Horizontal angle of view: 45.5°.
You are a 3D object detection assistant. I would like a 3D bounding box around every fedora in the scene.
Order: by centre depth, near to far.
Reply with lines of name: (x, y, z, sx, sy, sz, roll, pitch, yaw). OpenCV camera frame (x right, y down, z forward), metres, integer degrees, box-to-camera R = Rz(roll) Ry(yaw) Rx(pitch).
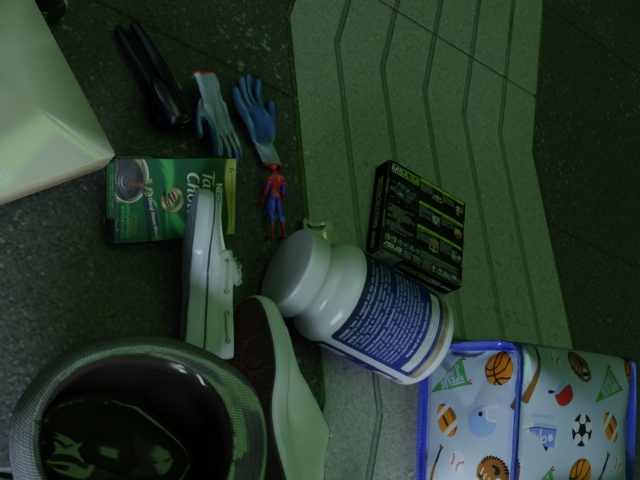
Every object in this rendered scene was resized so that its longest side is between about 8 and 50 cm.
fedora: (-0.210, 0.235, 0.857, 0.276, 0.124, 0.243, 8, 64, -28)

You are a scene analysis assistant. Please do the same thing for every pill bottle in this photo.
pill bottle: (0.054, 0.096, 1.117, 0.265, 0.153, 0.153, 30, 54, -27)

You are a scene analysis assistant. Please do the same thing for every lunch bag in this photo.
lunch bag: (0.324, 0.355, 1.180, 0.328, 0.239, 0.385, 13, 79, -36)

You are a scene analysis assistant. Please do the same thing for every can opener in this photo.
can opener: (-0.236, -0.237, 1.096, 0.059, 0.073, 0.186, -18, 74, -35)

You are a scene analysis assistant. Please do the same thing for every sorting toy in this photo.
sorting toy: (0.000, 0.000, 1.195, 0.083, 0.045, 0.075, 6, 60, -37)

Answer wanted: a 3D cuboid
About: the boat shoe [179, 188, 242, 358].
boat shoe: (-0.140, 0.047, 1.002, 0.076, 0.083, 0.226, 4, 93, -20)

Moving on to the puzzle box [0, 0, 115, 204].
puzzle box: (-0.469, -0.142, 0.831, 0.409, 0.052, 0.272, -26, 89, -36)

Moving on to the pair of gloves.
pair of gloves: (-0.123, -0.182, 1.157, 0.198, 0.023, 0.159, -6, 78, -56)

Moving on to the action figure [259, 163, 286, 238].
action figure: (-0.070, -0.060, 1.162, 0.038, 0.030, 0.115, 4, 83, -33)

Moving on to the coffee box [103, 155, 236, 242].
coffee box: (-0.198, -0.058, 1.027, 0.184, 0.040, 0.113, -4, 101, -41)

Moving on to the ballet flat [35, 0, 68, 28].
ballet flat: (-0.384, -0.265, 0.999, 0.173, 0.058, 0.049, -64, 147, -33)

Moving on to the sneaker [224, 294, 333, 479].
sneaker: (-0.053, 0.218, 1.025, 0.123, 0.106, 0.289, 6, 73, -52)

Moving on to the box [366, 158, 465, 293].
box: (0.172, -0.023, 1.344, 0.191, 0.045, 0.184, 26, 54, -28)
